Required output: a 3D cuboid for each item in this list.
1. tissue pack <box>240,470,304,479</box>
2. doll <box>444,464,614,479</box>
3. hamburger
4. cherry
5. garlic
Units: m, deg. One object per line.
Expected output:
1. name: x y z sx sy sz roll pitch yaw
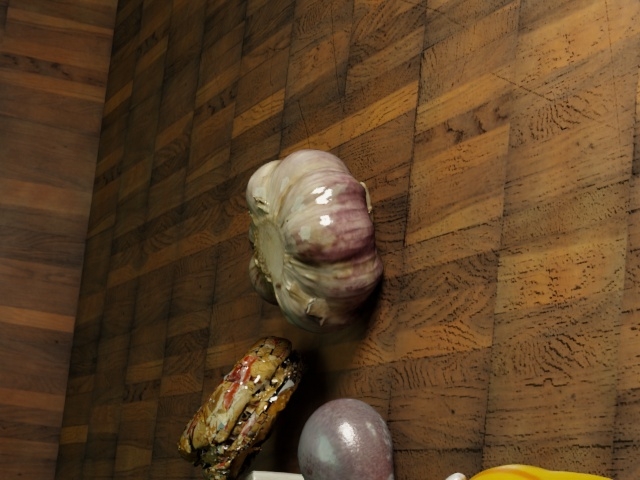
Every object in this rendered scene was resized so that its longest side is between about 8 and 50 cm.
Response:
1. tissue pack: -0.061 0.331 2.092 0.062 0.083 0.042 143 132 -61
2. doll: 0.149 0.312 1.458 0.167 0.162 0.270 -57 -7 -46
3. hamburger: -0.105 0.232 2.131 0.231 0.107 0.231 -51 -5 -7
4. cherry: 0.030 0.281 1.872 0.148 0.115 0.188 33 127 26
5. garlic: 0.000 0.000 2.006 0.245 0.160 0.245 27 122 54
